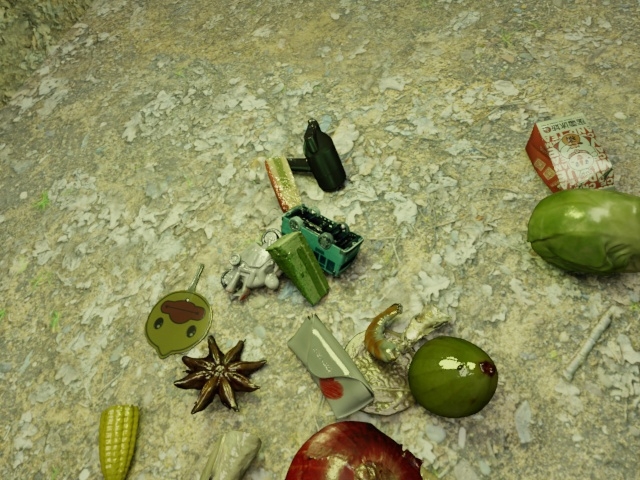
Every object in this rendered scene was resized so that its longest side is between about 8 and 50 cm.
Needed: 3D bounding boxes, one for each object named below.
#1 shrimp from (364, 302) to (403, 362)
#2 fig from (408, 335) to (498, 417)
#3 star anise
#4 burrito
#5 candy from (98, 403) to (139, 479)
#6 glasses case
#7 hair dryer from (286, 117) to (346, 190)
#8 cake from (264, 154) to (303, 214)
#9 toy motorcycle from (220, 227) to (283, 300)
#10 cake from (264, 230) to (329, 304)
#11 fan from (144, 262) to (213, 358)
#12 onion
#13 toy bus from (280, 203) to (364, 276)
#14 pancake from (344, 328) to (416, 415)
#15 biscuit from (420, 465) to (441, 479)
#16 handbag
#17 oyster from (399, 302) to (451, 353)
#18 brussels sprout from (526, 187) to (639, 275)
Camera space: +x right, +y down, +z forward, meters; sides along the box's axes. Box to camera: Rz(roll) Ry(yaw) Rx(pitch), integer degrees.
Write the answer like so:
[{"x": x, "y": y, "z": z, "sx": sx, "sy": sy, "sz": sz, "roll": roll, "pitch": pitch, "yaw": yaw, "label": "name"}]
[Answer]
[{"x": 0.196, "y": 0.254, "z": 1.120, "sx": 0.166, "sy": 0.049, "sz": 0.161, "roll": -47, "pitch": 27, "yaw": -10, "label": "shrimp"}, {"x": 0.338, "y": 0.335, "z": 1.016, "sx": 0.202, "sy": 0.225, "sz": 0.203, "roll": 8, "pitch": 59, "yaw": -15, "label": "fig"}, {"x": -0.286, "y": 0.396, "z": 1.157, "sx": 0.271, "sy": 0.103, "sz": 0.272, "roll": 5, "pitch": 38, "yaw": -4, "label": "star anise"}, {"x": -0.252, "y": 0.610, "z": 1.003, "sx": 0.105, "sy": 0.143, "sz": 0.300, "roll": 32, "pitch": 70, "yaw": -11, "label": "burrito"}, {"x": -0.555, "y": 0.559, "z": 1.101, "sx": 0.106, "sy": 0.094, "sz": 0.199, "roll": -25, "pitch": 57, "yaw": 26, "label": "candy"}, {"x": 0.013, "y": 0.339, "z": 1.124, "sx": 0.128, "sy": 0.083, "sz": 0.308, "roll": -41, "pitch": 52, "yaw": -3, "label": "glasses case"}, {"x": -0.077, "y": -0.309, "z": 1.466, "sx": 0.302, "sy": 0.244, "sz": 0.116, "roll": 5, "pitch": 53, "yaw": 29, "label": "hair dryer"}, {"x": -0.126, "y": -0.183, "z": 1.447, "sx": 0.086, "sy": 0.117, "sz": 0.221, "roll": -21, "pitch": 69, "yaw": -10, "label": "cake"}, {"x": -0.195, "y": 0.090, "z": 1.299, "sx": 0.260, "sy": 0.110, "sz": 0.171, "roll": -44, "pitch": 74, "yaw": 0, "label": "toy motorcycle"}, {"x": -0.051, "y": 0.083, "z": 1.227, "sx": 0.100, "sy": 0.099, "sz": 0.235, "roll": -40, "pitch": 95, "yaw": -31, "label": "cake"}, {"x": -0.450, "y": 0.226, "z": 1.330, "sx": 0.229, "sy": 0.011, "sz": 0.336, "roll": 10, "pitch": 63, "yaw": 15, "label": "fan"}, {"x": 0.061, "y": 0.576, "z": 0.864, "sx": 0.340, "sy": 0.341, "sz": 0.342, "roll": -4, "pitch": 59, "yaw": 7, "label": "onion"}, {"x": 0.000, "y": 0.000, "z": 1.308, "sx": 0.255, "sy": 0.147, "sz": 0.128, "roll": 30, "pitch": 40, "yaw": 23, "label": "toy bus"}, {"x": 0.166, "y": 0.364, "z": 1.133, "sx": 0.249, "sy": 0.031, "sz": 0.250, "roll": -5, "pitch": 56, "yaw": 7, "label": "pancake"}, {"x": 0.208, "y": 0.561, "z": 0.997, "sx": 0.219, "sy": 0.061, "sz": 0.055, "roll": 28, "pitch": 26, "yaw": 24, "label": "biscuit"}, {"x": 0.817, "y": -0.252, "z": 1.334, "sx": 0.170, "sy": 0.151, "sz": 0.299, "roll": -12, "pitch": 65, "yaw": 7, "label": "handbag"}, {"x": 0.292, "y": 0.248, "z": 1.166, "sx": 0.199, "sy": 0.061, "sz": 0.106, "roll": -16, "pitch": 40, "yaw": -16, "label": "oyster"}, {"x": 0.749, "y": -0.024, "z": 1.125, "sx": 0.327, "sy": 0.328, "sz": 0.248, "roll": 22, "pitch": 98, "yaw": 21, "label": "brussels sprout"}]
